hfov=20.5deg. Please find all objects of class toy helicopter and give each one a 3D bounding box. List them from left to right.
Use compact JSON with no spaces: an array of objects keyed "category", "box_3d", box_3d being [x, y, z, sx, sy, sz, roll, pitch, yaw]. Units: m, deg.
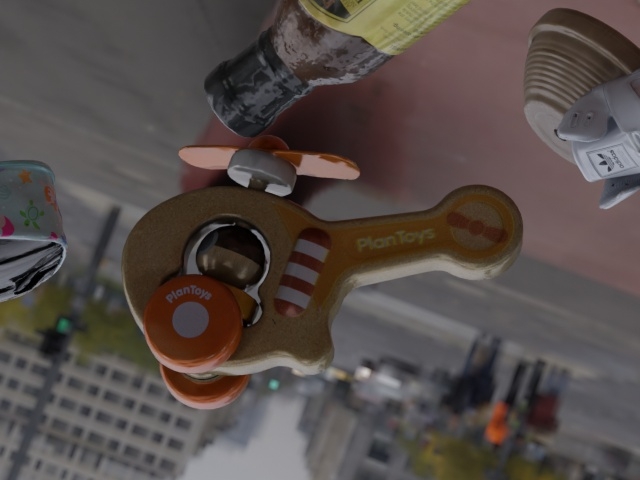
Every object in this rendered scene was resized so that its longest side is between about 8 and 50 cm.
[{"category":"toy helicopter","box_3d":[0.000,0.000,1.558,0.355,0.235,0.140,-10,158,-1]}]

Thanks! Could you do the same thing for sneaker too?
[{"category":"sneaker","box_3d":[0.387,-0.092,1.939,0.137,0.210,0.366,56,-162,-27]}]

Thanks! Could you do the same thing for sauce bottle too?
[{"category":"sauce bottle","box_3d":[0.045,-0.205,1.474,0.111,0.344,0.111,39,-152,-26]}]

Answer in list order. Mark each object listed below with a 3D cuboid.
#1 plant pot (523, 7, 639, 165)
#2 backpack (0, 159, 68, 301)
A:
[{"category":"plant pot","box_3d":[0.333,-0.167,2.199,0.237,0.110,0.237,40,168,11]},{"category":"backpack","box_3d":[-0.397,-0.015,1.850,0.253,0.191,0.225,-4,161,-18]}]
